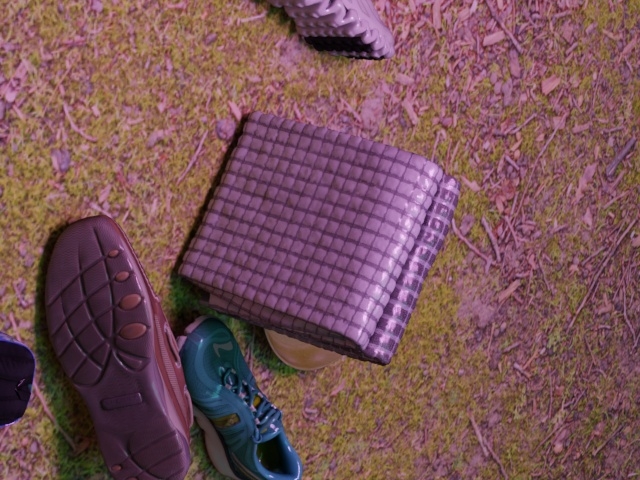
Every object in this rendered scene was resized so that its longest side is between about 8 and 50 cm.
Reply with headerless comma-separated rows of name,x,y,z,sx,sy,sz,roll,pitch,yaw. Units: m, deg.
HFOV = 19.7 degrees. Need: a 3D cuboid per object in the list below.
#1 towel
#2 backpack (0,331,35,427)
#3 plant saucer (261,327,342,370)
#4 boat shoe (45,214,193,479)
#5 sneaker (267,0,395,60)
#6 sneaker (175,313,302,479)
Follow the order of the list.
towel,0.000,0.000,2.094,0.121,0.283,0.235,35,75,-50
backpack,-0.355,0.137,1.881,0.114,0.084,0.105,10,97,-46
plant saucer,-0.003,0.042,2.300,0.241,0.037,0.241,-20,118,-44
boat shoe,-0.217,0.119,2.033,0.116,0.123,0.324,-67,148,-67
sneaker,0.005,-0.299,2.135,0.292,0.110,0.118,35,68,-50
sneaker,-0.093,0.193,2.193,0.107,0.110,0.275,-49,135,-26
